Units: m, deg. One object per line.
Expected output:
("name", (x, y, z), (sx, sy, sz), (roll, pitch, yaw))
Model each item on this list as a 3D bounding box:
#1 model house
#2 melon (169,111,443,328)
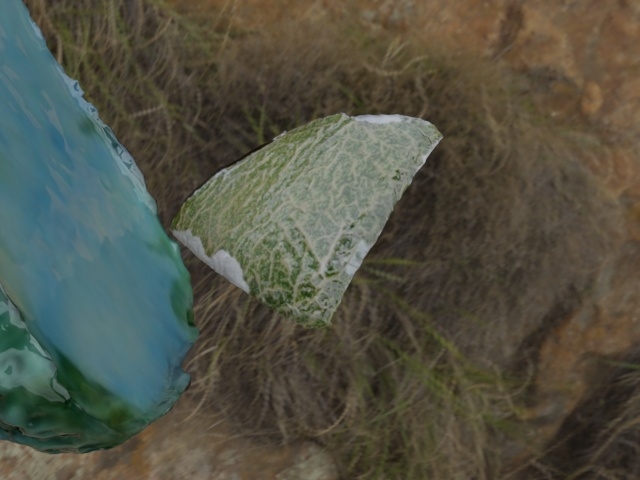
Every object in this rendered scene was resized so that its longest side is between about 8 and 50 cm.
("model house", (-0.218, 0.022, 0.548), (0.241, 0.261, 0.226), (-28, 99, 7))
("melon", (-0.001, 0.001, 0.786), (0.093, 0.202, 0.139), (45, 28, -45))
